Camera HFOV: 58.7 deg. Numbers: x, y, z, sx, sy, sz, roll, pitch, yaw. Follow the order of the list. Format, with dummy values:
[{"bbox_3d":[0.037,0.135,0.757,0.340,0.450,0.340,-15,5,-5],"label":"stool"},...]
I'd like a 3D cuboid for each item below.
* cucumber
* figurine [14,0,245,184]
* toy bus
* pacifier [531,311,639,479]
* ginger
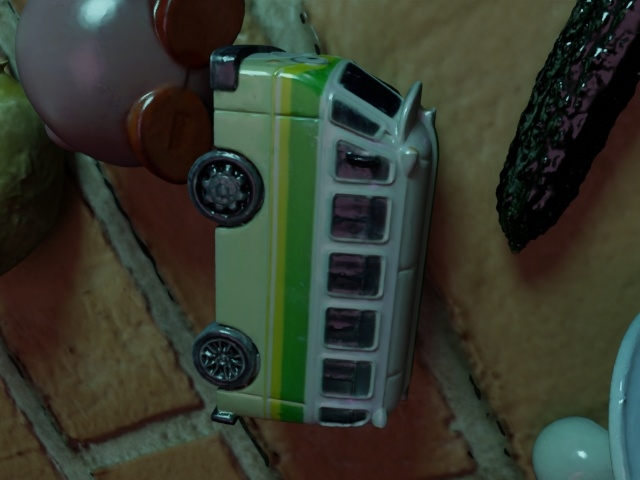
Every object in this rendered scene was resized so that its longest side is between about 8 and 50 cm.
[{"bbox_3d":[0.199,-0.122,0.415,0.072,0.072,0.300,26,114,7],"label":"cucumber"},{"bbox_3d":[-0.158,-0.144,0.464,0.173,0.173,0.173,5,110,15],"label":"figurine"},{"bbox_3d":[0.000,0.000,0.478,0.179,0.143,0.305,7,110,12],"label":"toy bus"},{"bbox_3d":[0.277,0.178,0.457,0.226,0.238,0.287,-17,106,53],"label":"pacifier"},{"bbox_3d":[-0.335,-0.059,0.559,0.138,0.152,0.267,15,93,9],"label":"ginger"}]
